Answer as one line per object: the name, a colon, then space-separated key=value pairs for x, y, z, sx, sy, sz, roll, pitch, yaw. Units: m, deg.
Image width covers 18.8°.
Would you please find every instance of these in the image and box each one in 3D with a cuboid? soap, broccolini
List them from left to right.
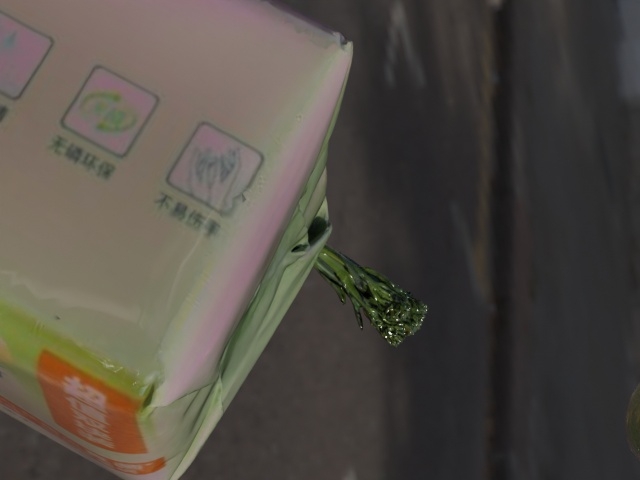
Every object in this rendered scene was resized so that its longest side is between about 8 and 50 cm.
soap: x=-0.102 y=-0.028 z=0.639 sx=0.138 sy=0.199 sz=0.182 roll=-59 pitch=174 yaw=-15
broccolini: x=0.000 y=0.000 z=1.007 sx=0.140 sy=0.030 sz=0.035 roll=42 pitch=38 yaw=-4

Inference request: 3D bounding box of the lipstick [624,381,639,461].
lipstick: x=0.217 y=0.094 z=0.914 sx=0.304 sy=0.076 sz=0.076 roll=156 pitch=-77 yaw=-84
